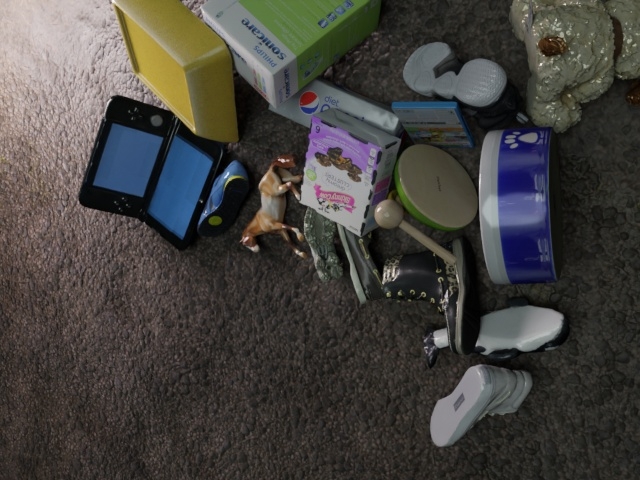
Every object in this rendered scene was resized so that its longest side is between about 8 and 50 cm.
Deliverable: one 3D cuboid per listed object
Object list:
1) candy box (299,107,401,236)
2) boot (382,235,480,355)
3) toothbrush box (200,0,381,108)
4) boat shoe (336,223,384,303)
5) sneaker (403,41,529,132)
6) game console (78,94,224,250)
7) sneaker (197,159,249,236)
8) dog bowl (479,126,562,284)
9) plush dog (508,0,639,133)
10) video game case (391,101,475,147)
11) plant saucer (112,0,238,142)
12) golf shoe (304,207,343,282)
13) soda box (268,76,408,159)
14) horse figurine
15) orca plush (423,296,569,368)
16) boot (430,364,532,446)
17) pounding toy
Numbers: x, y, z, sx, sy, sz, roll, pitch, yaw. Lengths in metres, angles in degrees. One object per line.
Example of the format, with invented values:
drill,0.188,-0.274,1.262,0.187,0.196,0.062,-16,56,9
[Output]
candy box,0.052,-0.131,1.227,0.165,0.070,0.196,30,129,27
boot,0.213,0.115,1.234,0.178,0.085,0.236,-13,59,31
toothbrush box,-0.052,-0.430,1.222,0.283,0.122,0.206,-41,76,-15
boat shoe,0.083,0.016,1.327,0.068,0.081,0.228,-17,83,4
sneaker,0.268,-0.275,1.173,0.101,0.153,0.268,-55,37,6
game console,-0.404,-0.154,1.492,0.293,0.250,0.173,-65,33,19
sneaker,-0.229,-0.096,1.483,0.209,0.069,0.082,-54,38,33
dog bowl,0.346,-0.058,1.074,0.104,0.265,0.265,-2,97,24
plush dog,0.456,-0.327,1.038,0.225,0.210,0.262,-12,92,4
video game case,0.213,-0.214,1.178,0.119,0.166,0.015,6,76,26
plant saucer,-0.318,-0.379,1.348,0.081,0.333,0.333,-41,75,-18
golf shoe,0.000,0.000,1.358,0.069,0.086,0.176,-9,99,-6
soda box,0.040,-0.261,1.296,0.286,0.091,0.098,28,111,21
horse figurine,-0.090,-0.079,1.397,0.174,0.066,0.263,26,118,35
orca plush,0.341,0.205,1.210,0.287,0.151,0.102,-24,118,25
boot,0.316,0.333,1.244,0.258,0.123,0.095,113,158,-48
pounding toy,0.188,-0.062,1.199,0.183,0.237,0.110,36,140,-8
